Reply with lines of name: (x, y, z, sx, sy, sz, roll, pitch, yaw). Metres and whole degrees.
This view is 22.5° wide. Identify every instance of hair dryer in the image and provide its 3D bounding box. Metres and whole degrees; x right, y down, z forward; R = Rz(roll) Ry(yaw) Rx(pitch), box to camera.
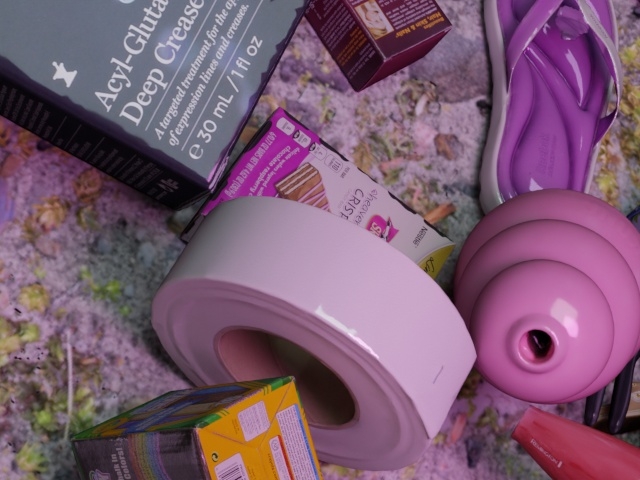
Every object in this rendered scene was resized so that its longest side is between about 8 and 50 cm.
hair dryer: (0.257, 0.289, 1.512, 0.294, 0.223, 0.080, 69, 19, -4)

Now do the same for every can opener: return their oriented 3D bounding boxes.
can opener: (0.311, 0.127, 1.693, 0.059, 0.073, 0.186, 17, 50, 16)

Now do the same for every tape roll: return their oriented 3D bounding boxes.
tape roll: (-0.008, 0.089, 1.461, 0.286, 0.286, 0.100, 36, 60, -7)

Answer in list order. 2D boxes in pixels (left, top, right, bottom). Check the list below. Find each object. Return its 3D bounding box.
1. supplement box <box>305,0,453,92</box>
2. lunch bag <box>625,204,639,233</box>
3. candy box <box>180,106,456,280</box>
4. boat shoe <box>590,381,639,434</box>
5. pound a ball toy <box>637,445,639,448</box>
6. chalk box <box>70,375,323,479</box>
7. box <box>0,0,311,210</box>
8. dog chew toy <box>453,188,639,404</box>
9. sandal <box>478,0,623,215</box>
supplement box: (0.040, -0.270, 1.741, 0.104, 0.081, 0.188, -30, 83, -30)
lunch bag: (0.436, 0.002, 1.725, 0.090, 0.219, 0.176, -29, 84, -29)
candy box: (0.000, 0.000, 1.623, 0.233, 0.071, 0.159, 37, 60, -6)
boat shoe: (0.339, 0.174, 1.717, 0.135, 0.050, 0.045, -6, 62, -29)
pound a ball toy: (0.400, 0.357, 1.639, 0.319, 0.135, 0.208, 52, 29, 6)
chalk box: (-0.120, 0.207, 1.414, 0.132, 0.213, 0.132, -23, 99, -46)
box: (-0.221, -0.253, 1.507, 0.395, 0.212, 0.294, 28, 79, -10)
dog chew toy: (0.220, 0.063, 1.550, 0.206, 0.332, 0.207, 2, 99, 12)
sandal: (0.272, -0.189, 1.797, 0.169, 0.102, 0.416, 14, 65, -18)
